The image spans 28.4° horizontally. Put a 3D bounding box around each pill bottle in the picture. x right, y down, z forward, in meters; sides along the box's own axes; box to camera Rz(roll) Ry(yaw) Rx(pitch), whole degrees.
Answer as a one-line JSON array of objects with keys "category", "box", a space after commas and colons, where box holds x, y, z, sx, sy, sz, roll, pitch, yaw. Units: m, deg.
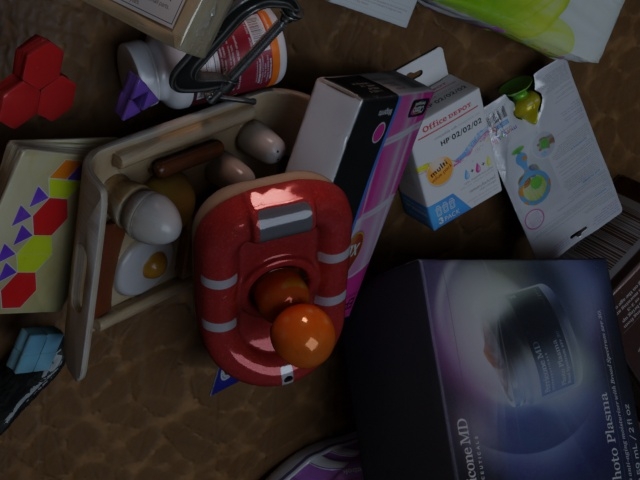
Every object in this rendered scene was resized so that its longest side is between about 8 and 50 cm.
[{"category": "pill bottle", "box": [-0.116, -0.177, 1.232, 0.152, 0.086, 0.086, -17, 121, -23]}]

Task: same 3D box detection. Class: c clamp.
[{"category": "c clamp", "box": [-0.071, -0.176, 1.151, 0.137, 0.022, 0.161, -10, 154, -46]}]

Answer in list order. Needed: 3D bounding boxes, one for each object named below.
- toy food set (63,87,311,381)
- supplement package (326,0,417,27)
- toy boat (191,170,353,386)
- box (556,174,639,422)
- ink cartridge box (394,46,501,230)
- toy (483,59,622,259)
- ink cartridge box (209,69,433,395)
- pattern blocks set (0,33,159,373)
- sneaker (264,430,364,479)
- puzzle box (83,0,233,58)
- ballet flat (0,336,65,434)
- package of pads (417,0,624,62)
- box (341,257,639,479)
[{"category": "toy food set", "box": [-0.120, -0.008, 1.243, 0.306, 0.092, 0.219, -26, 139, -44]}, {"category": "supplement package", "box": [0.053, -0.321, 1.261, 0.105, 0.105, 0.179, 12, 106, -36]}, {"category": "toy boat", "box": [-0.033, 0.058, 1.169, 0.151, 0.151, 0.231, -14, 138, -16]}, {"category": "box", "box": [0.461, 0.108, 1.726, 0.191, 0.143, 0.381, -45, 127, -7]}, {"category": "ink cartridge box", "box": [0.135, -0.116, 1.445, 0.104, 0.061, 0.181, -31, 126, -17]}, {"category": "toy", "box": [0.273, -0.099, 1.550, 0.137, 0.056, 0.237, -34, 122, -11]}, {"category": "ink cartridge box", "box": [0.000, 0.000, 1.351, 0.176, 0.069, 0.370, -19, 135, -60]}, {"category": "pattern blocks set", "box": [-0.256, -0.015, 1.155, 0.324, 0.026, 0.285, -60, 151, 8]}, {"category": "sneaker", "box": [0.056, 0.313, 1.545, 0.282, 0.161, 0.102, -26, 126, -19]}, {"category": "puzzle box", "box": [-0.200, -0.342, 0.922, 0.272, 0.409, 0.052, -64, 165, 8]}, {"category": "ballet flat", "box": [-0.325, 0.160, 1.291, 0.173, 0.049, 0.057, -40, 95, -4]}, {"category": "package of pads", "box": [0.227, -0.332, 1.374, 0.297, 0.101, 0.229, 12, 105, -36]}, {"category": "box", "box": [0.202, 0.181, 1.476, 0.294, 0.183, 0.296, 0, 75, -33]}]
